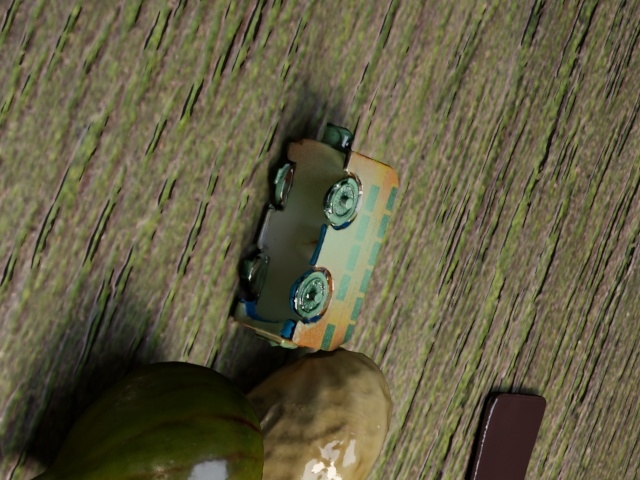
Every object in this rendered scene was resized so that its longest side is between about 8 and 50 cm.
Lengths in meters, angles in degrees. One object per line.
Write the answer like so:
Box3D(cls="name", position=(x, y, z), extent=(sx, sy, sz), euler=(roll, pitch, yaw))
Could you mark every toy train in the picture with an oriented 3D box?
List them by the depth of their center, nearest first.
Box3D(cls="toy train", position=(0.000, 0.000, 1.529), extent=(0.099, 0.072, 0.188), euler=(19, 89, -52))

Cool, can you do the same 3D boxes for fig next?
Box3D(cls="fig", position=(-0.168, 0.171, 1.382), extent=(0.259, 0.151, 0.151), euler=(-5, 110, -21))

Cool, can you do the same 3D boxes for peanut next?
Box3D(cls="peanut", position=(-0.041, 0.215, 1.522), extent=(0.130, 0.130, 0.290), euler=(40, 72, -50))

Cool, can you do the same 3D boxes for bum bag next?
Box3D(cls="bum bag", position=(0.186, 0.232, 1.891), extent=(0.109, 0.026, 0.159), euler=(8, 97, -51))
